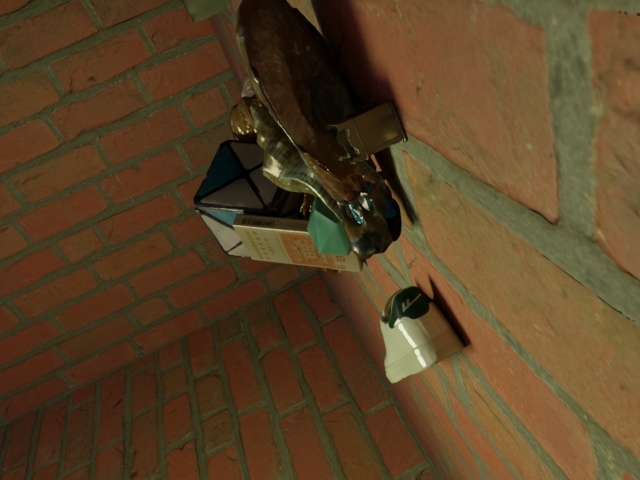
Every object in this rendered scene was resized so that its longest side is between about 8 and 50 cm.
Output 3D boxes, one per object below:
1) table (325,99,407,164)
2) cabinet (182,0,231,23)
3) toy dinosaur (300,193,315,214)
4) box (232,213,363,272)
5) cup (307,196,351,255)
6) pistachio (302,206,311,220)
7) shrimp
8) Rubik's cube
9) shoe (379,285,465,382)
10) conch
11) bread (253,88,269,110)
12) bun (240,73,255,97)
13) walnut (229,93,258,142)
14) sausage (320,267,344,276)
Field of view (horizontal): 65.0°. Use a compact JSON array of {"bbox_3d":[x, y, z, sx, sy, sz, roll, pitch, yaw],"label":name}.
[{"bbox_3d":[0.062,-0.150,0.704,0.062,0.083,0.079,66,174,-17],"label":"table"},{"bbox_3d":[-0.417,-0.873,1.685,0.206,0.145,0.150,61,175,31],"label":"cabinet"},{"bbox_3d":[-0.024,-0.097,1.118,0.041,0.026,0.113,102,-175,-54],"label":"toy dinosaur"},{"bbox_3d":[-0.062,0.009,1.509,0.204,0.366,0.051,71,-151,-55],"label":"box"},{"bbox_3d":[0.043,-0.058,1.216,0.134,0.148,0.235,31,164,7],"label":"cup"},{"bbox_3d":[0.009,-0.026,1.676,0.144,0.144,0.215,-121,11,-47],"label":"pistachio"},{"bbox_3d":[0.007,-0.171,0.783,0.445,0.110,0.221,60,-148,-16],"label":"shrimp"},{"bbox_3d":[-0.204,-0.130,1.695,0.305,0.307,0.309,72,-149,-57],"label":"Rubik's cube"},{"bbox_3d":[0.176,0.191,1.038,0.160,0.132,0.363,62,171,15],"label":"shoe"},{"bbox_3d":[0.007,-0.147,1.019,0.386,0.169,0.203,32,-165,3],"label":"conch"},{"bbox_3d":[-0.091,-0.300,1.232,0.274,0.114,0.184,72,-174,-70],"label":"bread"},{"bbox_3d":[-0.260,-0.569,1.915,0.138,0.094,0.138,158,90,-86],"label":"bun"},{"bbox_3d":[-0.221,-0.402,1.776,0.198,0.198,0.244,59,178,45],"label":"walnut"},{"bbox_3d":[0.003,-0.004,1.914,0.134,0.116,0.353,29,-161,-35],"label":"sausage"}]
